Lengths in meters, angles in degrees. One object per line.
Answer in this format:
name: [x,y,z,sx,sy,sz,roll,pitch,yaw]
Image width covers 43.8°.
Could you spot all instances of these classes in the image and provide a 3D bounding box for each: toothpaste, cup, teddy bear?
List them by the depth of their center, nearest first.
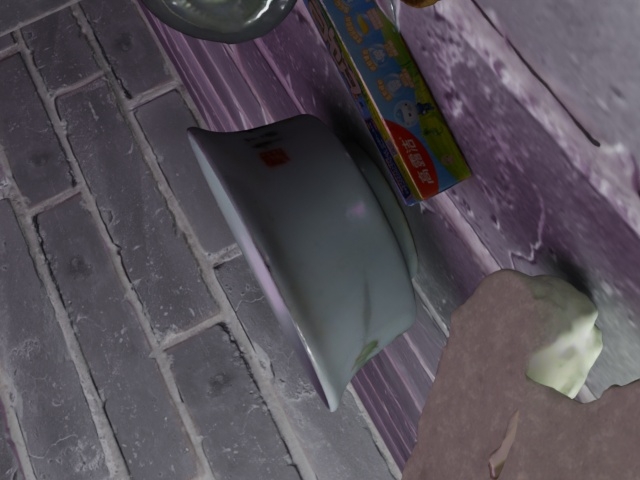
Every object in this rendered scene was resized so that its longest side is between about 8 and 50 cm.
teddy bear: [0.212,0.252,0.561,0.362,0.376,0.327,19,-164,-28]
toothpaste: [0.047,-0.122,0.590,0.193,0.044,0.070,63,173,0]
cup: [0.000,0.000,0.890,0.347,0.163,0.347,62,172,15]

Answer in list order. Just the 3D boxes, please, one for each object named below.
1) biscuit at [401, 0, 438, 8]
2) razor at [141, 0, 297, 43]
biscuit: [0.033,-0.208,0.453,0.175,0.026,0.124,59,170,35]
razor: [-0.080,-0.284,0.498,0.204,0.113,0.349,79,178,-45]
